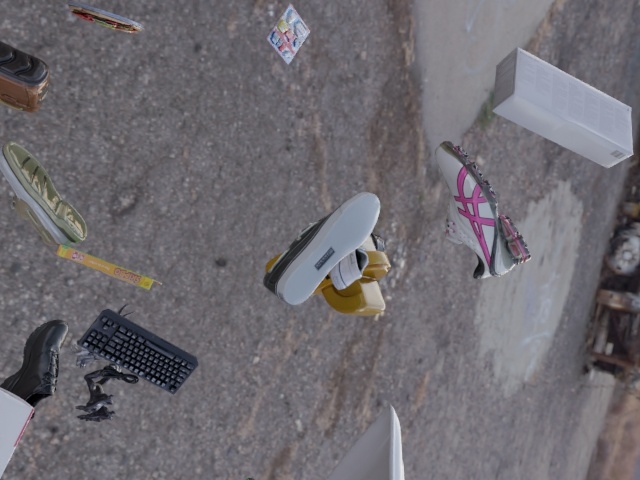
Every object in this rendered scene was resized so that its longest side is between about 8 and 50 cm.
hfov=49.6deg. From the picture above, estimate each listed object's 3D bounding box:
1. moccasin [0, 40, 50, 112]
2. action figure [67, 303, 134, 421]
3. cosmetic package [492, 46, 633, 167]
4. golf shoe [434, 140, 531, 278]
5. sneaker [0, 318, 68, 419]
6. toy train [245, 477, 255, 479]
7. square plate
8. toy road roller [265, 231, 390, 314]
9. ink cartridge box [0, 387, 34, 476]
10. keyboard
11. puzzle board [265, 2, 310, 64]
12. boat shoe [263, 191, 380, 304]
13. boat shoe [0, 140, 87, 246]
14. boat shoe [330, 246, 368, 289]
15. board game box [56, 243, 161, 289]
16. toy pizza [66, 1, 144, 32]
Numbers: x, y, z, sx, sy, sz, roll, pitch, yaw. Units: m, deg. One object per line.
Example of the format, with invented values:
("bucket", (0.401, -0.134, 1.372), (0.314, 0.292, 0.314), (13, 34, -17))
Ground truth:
("moccasin", (-0.763, -0.392, 1.457), (0.147, 0.379, 0.139), (-47, -152, 44))
("action figure", (-0.531, 0.283, 1.667), (0.164, 0.140, 0.276), (99, -4, -59))
("cosmetic package", (0.391, -0.210, 1.115), (0.060, 0.239, 0.099), (-38, -146, 58))
("golf shoe", (0.187, -0.036, 0.876), (0.186, 0.086, 0.067), (59, 14, -4))
("sneaker", (-0.752, 0.354, 1.873), (0.286, 0.130, 0.109), (-64, 153, -10))
("toy train", (-0.084, 0.351, 0.932), (0.017, 0.083, 0.024), (27, 95, -34))
("square plate", (0.073, 0.528, 1.241), (0.347, 0.049, 0.344), (-86, -162, -47))
("toy road roller", (0.035, 0.111, 1.888), (0.202, 0.329, 0.241), (16, 51, -57))
("ink cartridge box", (-0.883, 0.509, 1.744), (0.117, 0.283, 0.207), (44, 41, -31))
("keyboard", (-0.295, 0.190, 1.100), (0.180, 0.023, 0.108), (35, 105, -24))
("puzzle board", (-0.072, -0.474, 1.599), (0.096, 0.011, 0.128), (-56, 157, 0))
("boat shoe", (0.000, 0.000, 1.055), (0.219, 0.070, 0.078), (-44, 133, -17))
("boat shoe", (-0.698, -0.098, 1.684), (0.113, 0.103, 0.302), (-93, 160, -54))
("boat shoe", (0.080, 0.050, 1.658), (0.226, 0.075, 0.083), (-74, 141, -63))
("board game box", (-0.528, 0.073, 1.742), (0.124, 0.259, 0.039), (166, -57, -74))
("toy pizza", (-0.565, -0.580, 1.821), (0.201, 0.201, 0.032), (0, 109, -63))
